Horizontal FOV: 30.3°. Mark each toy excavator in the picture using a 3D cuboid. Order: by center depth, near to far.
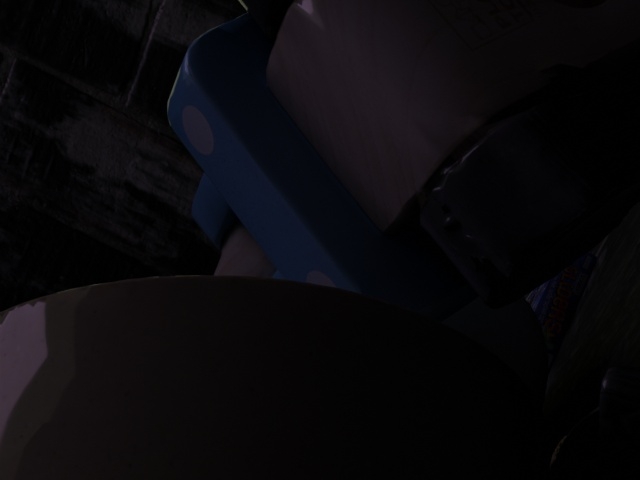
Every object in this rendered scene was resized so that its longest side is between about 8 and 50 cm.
[{"bbox_3d":[0.000,0.000,0.684,0.433,0.222,0.445,-30,-17,-31],"label":"toy excavator"}]

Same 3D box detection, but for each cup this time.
[{"bbox_3d":[-0.047,0.207,0.535,0.331,0.331,0.237,110,163,-49],"label":"cup"}]

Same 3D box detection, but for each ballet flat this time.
[{"bbox_3d":[0.134,0.085,0.544,0.057,0.049,0.173,-60,-6,-19],"label":"ballet flat"}]

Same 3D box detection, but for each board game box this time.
[{"bbox_3d":[0.201,0.105,1.164,0.136,0.035,0.201,-60,-6,-28],"label":"board game box"}]

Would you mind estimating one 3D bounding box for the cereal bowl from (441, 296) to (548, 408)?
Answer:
[{"bbox_3d":[0.059,0.176,0.879,0.339,0.141,0.339,-52,-3,-4],"label":"cereal bowl"}]
